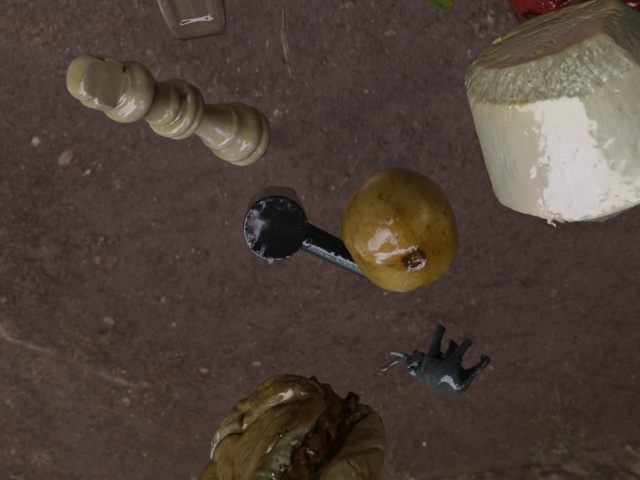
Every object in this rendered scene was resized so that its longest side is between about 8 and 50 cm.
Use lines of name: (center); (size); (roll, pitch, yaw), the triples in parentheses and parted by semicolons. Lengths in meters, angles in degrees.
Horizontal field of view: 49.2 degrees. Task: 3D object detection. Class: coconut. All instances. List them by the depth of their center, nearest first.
coconut: (0.301, -0.132, 0.814); (0.239, 0.239, 0.244); (-22, 113, 14)

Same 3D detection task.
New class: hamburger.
hamburger: (-0.051, 0.276, 0.735); (0.145, 0.283, 0.259); (31, 154, -13)

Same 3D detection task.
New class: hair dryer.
hair dryer: (0.000, 0.000, 1.317); (0.302, 0.244, 0.116); (28, 99, -7)

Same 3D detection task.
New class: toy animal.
toy animal: (0.251, 0.261, 1.543); (0.082, 0.137, 0.269); (48, 158, -27)

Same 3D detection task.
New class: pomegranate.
pomegranate: (0.113, -0.018, 1.041); (0.196, 0.196, 0.196); (-2, 131, -2)

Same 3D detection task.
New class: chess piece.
chess piece: (-0.239, -0.214, 1.144); (0.117, 0.117, 0.397); (-34, 158, 23)

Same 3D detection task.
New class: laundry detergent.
laundry detergent: (-0.163, -0.354, 0.854); (0.076, 0.237, 0.171); (-11, 146, -1)

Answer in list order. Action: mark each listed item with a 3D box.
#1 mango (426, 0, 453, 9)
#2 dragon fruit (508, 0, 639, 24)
mango: (0.243, -0.620, 1.613); (0.085, 0.122, 0.191); (-41, 139, -8)
dragon fruit: (0.417, -0.413, 1.015); (0.296, 0.302, 0.295); (-27, 131, -36)
